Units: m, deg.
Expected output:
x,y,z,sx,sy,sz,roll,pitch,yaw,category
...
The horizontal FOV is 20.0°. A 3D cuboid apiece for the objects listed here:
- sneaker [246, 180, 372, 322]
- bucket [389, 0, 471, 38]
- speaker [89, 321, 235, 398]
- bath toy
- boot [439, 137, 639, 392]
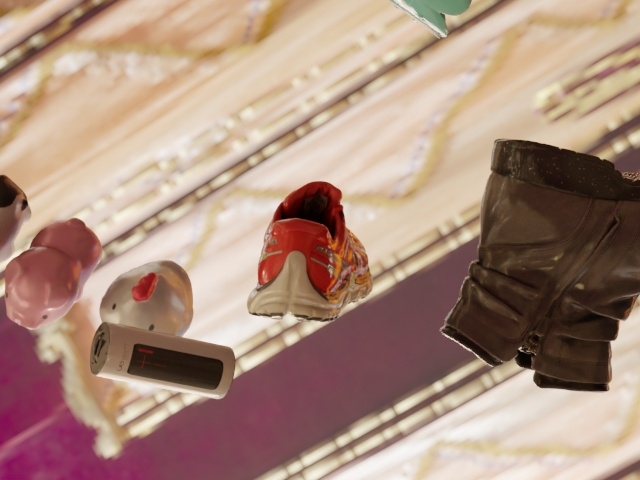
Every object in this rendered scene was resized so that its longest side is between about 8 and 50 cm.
x,y,z,sx,sy,sz,roll,pitch,yaw,category
0.000,0.000,1.725,0.279,0.107,0.118,-64,-19,-79,sneaker
0.112,-0.352,1.749,0.183,0.281,0.281,33,-164,-5,bucket
-0.156,0.118,1.778,0.136,0.055,0.055,14,-145,-25,speaker
-0.301,0.024,1.910,0.348,0.151,0.129,23,168,5,bath toy
0.292,0.042,1.729,0.338,0.222,0.118,13,-178,-5,boot
